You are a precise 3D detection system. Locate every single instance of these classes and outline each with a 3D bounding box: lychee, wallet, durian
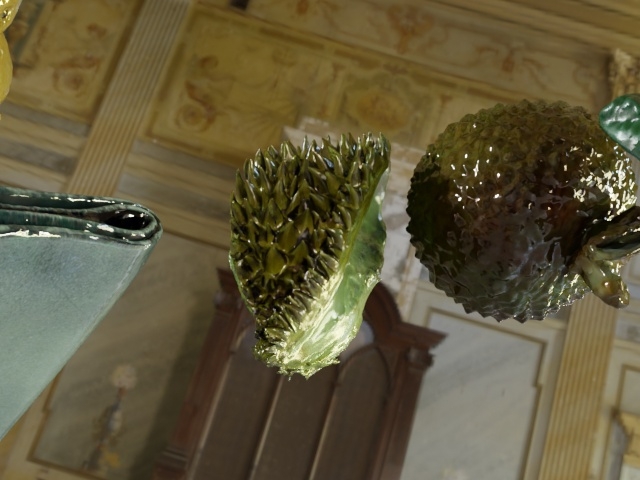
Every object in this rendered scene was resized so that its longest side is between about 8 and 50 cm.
[{"bbox_3d":[0.240,-0.036,1.000,0.320,0.270,0.270,18,-17,29],"label":"lychee"},{"bbox_3d":[-0.242,0.066,0.461,0.054,0.251,0.290,50,19,21],"label":"wallet"},{"bbox_3d":[-0.011,-0.001,0.982,0.163,0.394,0.198,3,-51,15],"label":"durian"}]

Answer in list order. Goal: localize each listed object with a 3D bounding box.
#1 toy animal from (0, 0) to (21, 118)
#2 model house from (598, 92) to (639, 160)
[{"bbox_3d":[-0.246,-0.155,0.605,0.083,0.070,0.159,54,-36,10],"label":"toy animal"},{"bbox_3d":[0.407,-0.117,0.617,0.230,0.249,0.280,-2,37,-40],"label":"model house"}]
